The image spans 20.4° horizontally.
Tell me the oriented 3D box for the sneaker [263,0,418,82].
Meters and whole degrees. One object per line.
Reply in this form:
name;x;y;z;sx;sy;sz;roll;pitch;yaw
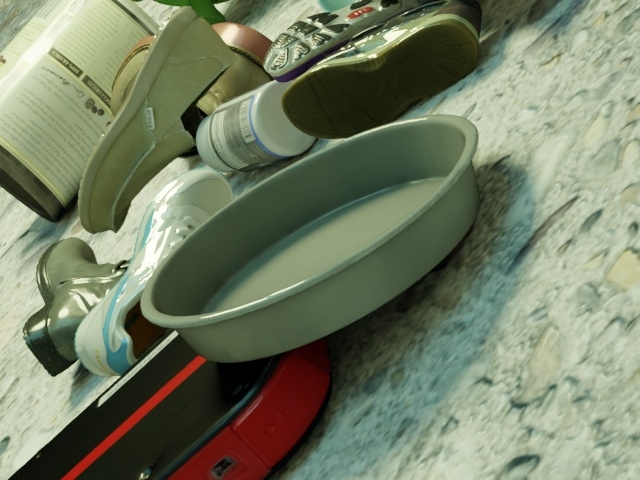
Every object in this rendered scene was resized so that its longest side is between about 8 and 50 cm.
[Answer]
sneaker;0.027;-0.185;1.718;0.170;0.071;0.068;-24;30;-19

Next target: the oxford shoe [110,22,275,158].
oxford shoe;-0.172;-0.159;2.064;0.348;0.123;0.130;-13;44;60

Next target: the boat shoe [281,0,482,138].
boat shoe;0.062;-0.160;1.642;0.223;0.080;0.073;-23;25;40

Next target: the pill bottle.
pill bottle;-0.066;-0.112;1.808;0.137;0.078;0.078;-15;37;57

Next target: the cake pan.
cake pan;0.000;0.000;1.377;0.293;0.054;0.293;-27;18;9

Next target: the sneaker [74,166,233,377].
sneaker;-0.139;0.031;1.685;0.092;0.087;0.229;-3;54;55

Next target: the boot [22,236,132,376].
boot;-0.213;0.042;1.852;0.161;0.083;0.246;-30;22;11

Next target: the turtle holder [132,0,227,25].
turtle holder;-0.195;-0.443;2.340;0.243;0.320;0.227;-51;49;42

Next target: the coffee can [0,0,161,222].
coffee can;-0.339;-0.191;2.355;0.275;0.201;0.201;-50;19;-10

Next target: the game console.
game console;-0.143;0.176;1.456;0.386;0.060;0.342;-42;14;13

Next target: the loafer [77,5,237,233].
loafer;-0.174;-0.114;1.890;0.269;0.092;0.102;-63;-3;17

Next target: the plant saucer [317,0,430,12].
plant saucer;0.126;-0.343;1.869;0.317;0.043;0.318;-37;28;23
